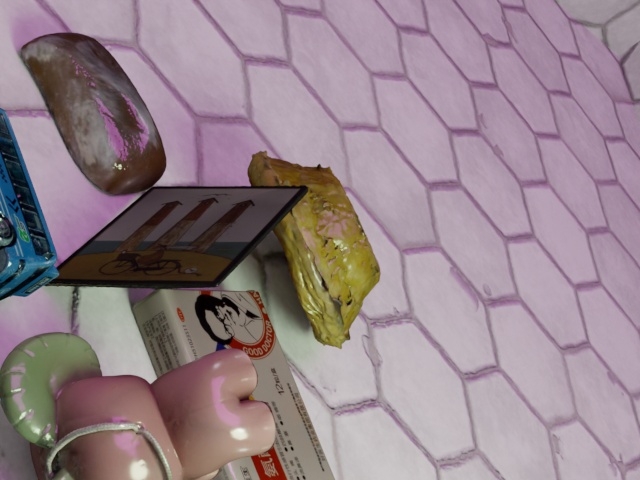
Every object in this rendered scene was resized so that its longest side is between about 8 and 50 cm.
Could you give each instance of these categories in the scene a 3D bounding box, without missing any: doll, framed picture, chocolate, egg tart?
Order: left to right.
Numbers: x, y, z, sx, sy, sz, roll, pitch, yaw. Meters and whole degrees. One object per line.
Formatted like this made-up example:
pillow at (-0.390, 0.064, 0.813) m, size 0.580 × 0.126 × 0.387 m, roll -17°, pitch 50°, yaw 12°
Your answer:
chocolate at (-0.302, -0.192, 2.102) m, size 0.254 × 0.080 × 0.157 m, roll 61°, pitch 29°, yaw 8°
doll at (-0.219, 0.223, 1.678) m, size 0.268 × 0.216 × 0.284 m, roll -7°, pitch 69°, yaw -52°
framed picture at (-0.181, -0.009, 1.957) m, size 0.324 × 0.244 × 0.013 m, roll -51°, pitch 137°, yaw -59°
egg tart at (0.000, 0.000, 2.212) m, size 0.341 × 0.132 × 0.341 m, roll 157°, pitch -90°, yaw -90°

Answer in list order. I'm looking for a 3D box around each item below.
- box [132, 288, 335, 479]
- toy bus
box at (-0.105, 0.231, 1.999) m, size 0.214 × 0.069 × 0.353 m, roll 5°, pitch 55°, yaw -55°
toy bus at (-0.404, -0.045, 1.765) m, size 0.134 × 0.113 × 0.246 m, roll 14°, pitch 48°, yaw -59°
